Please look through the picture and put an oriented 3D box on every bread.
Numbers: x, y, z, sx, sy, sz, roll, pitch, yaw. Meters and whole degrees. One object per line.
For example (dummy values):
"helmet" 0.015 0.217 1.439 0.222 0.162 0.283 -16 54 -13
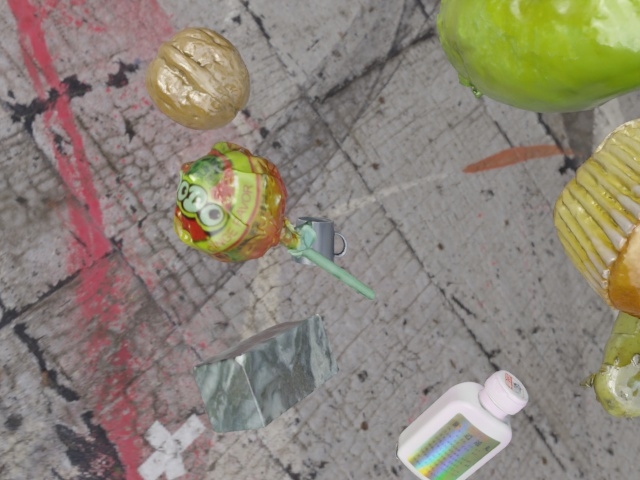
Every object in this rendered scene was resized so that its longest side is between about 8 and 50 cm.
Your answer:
"bread" 0.345 -0.008 0.564 0.250 0.179 0.133 10 32 -20

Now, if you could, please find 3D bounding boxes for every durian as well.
"durian" 0.261 -0.241 0.651 0.340 0.255 0.204 -77 145 -70

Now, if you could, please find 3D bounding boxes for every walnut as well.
"walnut" -0.190 -0.252 0.992 0.166 0.149 0.167 -1 84 6

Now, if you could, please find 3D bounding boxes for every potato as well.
"potato" 0.390 0.109 0.714 0.117 0.090 0.225 43 76 4

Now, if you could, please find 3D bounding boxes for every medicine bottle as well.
"medicine bottle" 0.228 0.293 0.984 0.115 0.219 0.078 37 25 -5

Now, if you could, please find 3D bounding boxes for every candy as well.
"candy" -0.012 0.006 0.382 0.201 0.060 0.060 34 51 -53

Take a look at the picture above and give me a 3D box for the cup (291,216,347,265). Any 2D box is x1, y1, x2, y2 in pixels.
"cup" 0.000 0.000 1.122 0.100 0.078 0.077 1 101 -17

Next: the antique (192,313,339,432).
"antique" -0.060 0.162 0.796 0.183 0.086 0.088 -19 91 -55
